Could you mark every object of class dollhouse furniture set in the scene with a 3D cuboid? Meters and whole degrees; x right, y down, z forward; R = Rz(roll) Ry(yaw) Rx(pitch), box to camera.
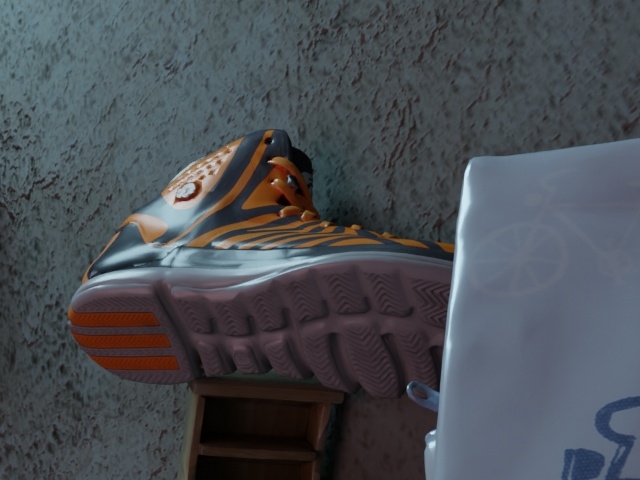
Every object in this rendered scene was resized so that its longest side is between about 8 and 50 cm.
[{"bbox_3d":[-0.024,0.191,0.822,0.242,0.212,0.161,-146,63,-71],"label":"dollhouse furniture set"}]

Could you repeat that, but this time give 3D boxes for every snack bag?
[{"bbox_3d":[0.192,0.072,0.528,0.323,0.037,0.343,-7,49,20],"label":"snack bag"}]

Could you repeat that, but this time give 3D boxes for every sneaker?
[{"bbox_3d":[0.000,0.000,0.859,0.321,0.180,0.125,2,133,17],"label":"sneaker"}]
